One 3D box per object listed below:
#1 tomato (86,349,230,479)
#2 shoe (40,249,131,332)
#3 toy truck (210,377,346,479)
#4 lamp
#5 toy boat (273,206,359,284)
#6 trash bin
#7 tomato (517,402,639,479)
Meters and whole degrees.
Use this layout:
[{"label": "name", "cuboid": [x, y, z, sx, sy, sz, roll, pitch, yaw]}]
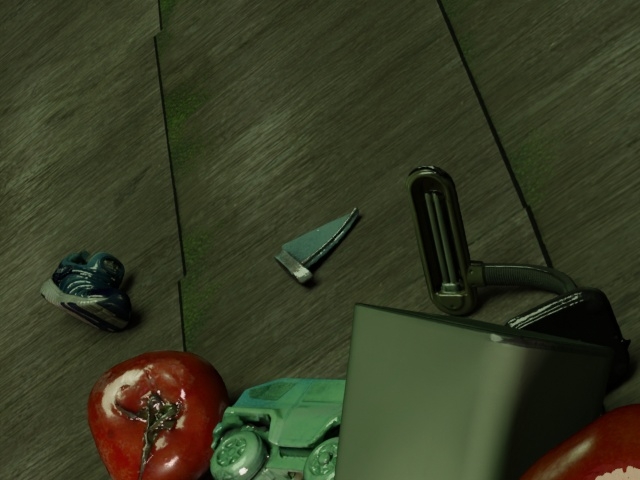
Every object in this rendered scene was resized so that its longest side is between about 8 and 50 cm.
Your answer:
[{"label": "tomato", "cuboid": [-0.193, 0.226, 1.930, 0.187, 0.151, 0.187, -1, 70, 2]}, {"label": "shoe", "cuboid": [-0.331, 0.066, 2.274, 0.106, 0.091, 0.207, -59, 32, -5]}, {"label": "toy truck", "cuboid": [0.009, 0.239, 1.688, 0.279, 0.155, 0.156, -4, 46, 46]}, {"label": "lamp", "cuboid": [0.198, 0.031, 1.648, 0.124, 0.203, 0.283, -31, 30, -7]}, {"label": "toy boat", "cuboid": [0.001, 0.000, 2.038, 0.122, 0.034, 0.096, -43, 34, -6]}, {"label": "trash bin", "cuboid": [0.117, 0.243, 1.460, 0.223, 0.158, 0.343, 10, 88, 51]}, {"label": "tomato", "cuboid": [0.287, 0.270, 1.282, 0.299, 0.298, 0.226, -27, 0, 29]}]
